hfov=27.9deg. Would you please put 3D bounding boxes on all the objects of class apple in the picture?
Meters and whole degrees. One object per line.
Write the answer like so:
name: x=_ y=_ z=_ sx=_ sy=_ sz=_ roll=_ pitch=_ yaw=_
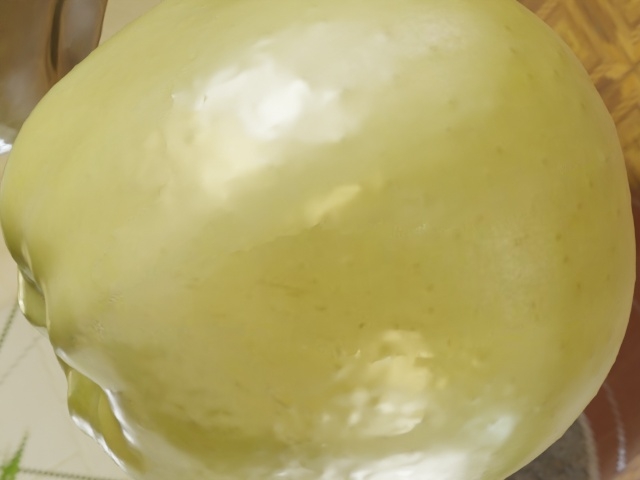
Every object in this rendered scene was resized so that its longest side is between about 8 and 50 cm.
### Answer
apple: x=0.000 y=0.000 z=0.419 sx=0.200 sy=0.200 sz=0.200 roll=41 pitch=149 yaw=32

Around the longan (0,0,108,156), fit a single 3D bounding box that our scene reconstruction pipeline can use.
longan: x=-0.318 y=-0.192 z=1.048 sx=0.350 sy=0.288 sz=0.288 roll=-94 pitch=-20 yaw=-77
